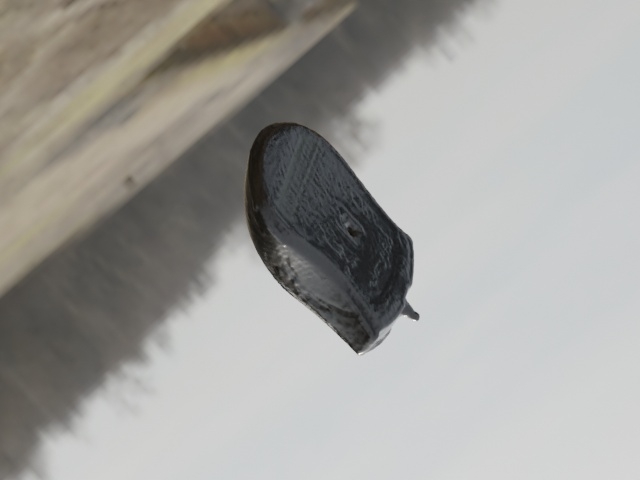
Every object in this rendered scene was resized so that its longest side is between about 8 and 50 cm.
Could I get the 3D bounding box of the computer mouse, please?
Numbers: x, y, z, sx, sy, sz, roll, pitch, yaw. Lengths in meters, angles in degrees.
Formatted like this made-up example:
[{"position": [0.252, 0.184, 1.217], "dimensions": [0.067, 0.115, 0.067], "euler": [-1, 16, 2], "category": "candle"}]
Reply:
[{"position": [0.000, 0.000, 1.813], "dimensions": [0.088, 0.264, 0.147], "euler": [-22, -148, 40], "category": "computer mouse"}]
